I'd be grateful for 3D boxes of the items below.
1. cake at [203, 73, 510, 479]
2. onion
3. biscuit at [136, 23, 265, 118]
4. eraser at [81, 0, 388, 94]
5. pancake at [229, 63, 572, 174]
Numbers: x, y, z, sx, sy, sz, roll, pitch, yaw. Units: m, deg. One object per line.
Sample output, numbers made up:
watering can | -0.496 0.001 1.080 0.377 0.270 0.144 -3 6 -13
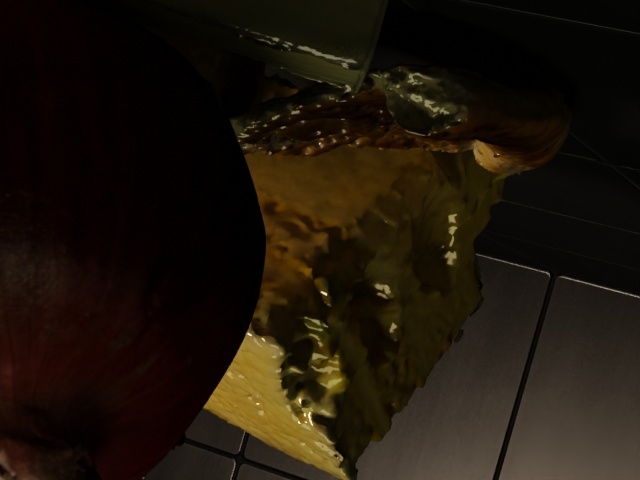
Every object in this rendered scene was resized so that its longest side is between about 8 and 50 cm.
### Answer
cake | 0.000 0.000 1.316 0.227 0.286 0.222 25 155 29
onion | -0.186 0.006 0.942 0.341 0.341 0.341 16 178 1
biscuit | -0.181 -0.146 1.158 0.296 0.102 0.296 13 173 2
eraser | -0.050 -0.138 0.931 0.172 0.058 0.117 17 179 -1
pancake | 0.047 -0.067 1.103 0.244 0.057 0.266 -9 171 7
